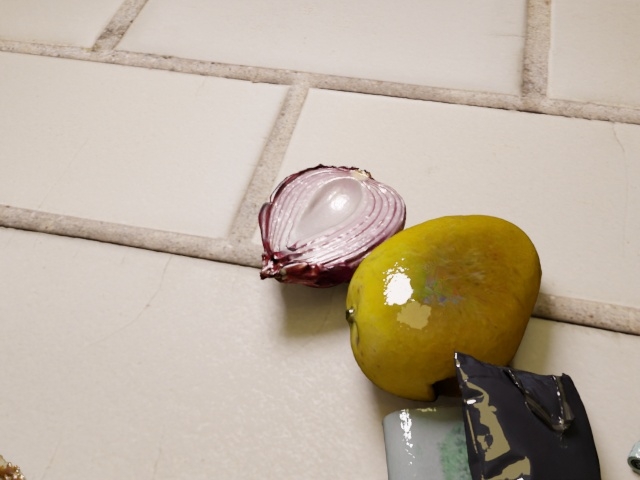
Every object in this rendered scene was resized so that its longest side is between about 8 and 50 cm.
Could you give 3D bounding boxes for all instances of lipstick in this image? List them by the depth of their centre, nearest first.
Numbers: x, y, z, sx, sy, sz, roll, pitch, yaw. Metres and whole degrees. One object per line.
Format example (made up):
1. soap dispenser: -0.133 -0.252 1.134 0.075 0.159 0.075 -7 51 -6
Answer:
1. lipstick: 0.456 0.264 0.938 0.037 0.037 0.116 30 54 25

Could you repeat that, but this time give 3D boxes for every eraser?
1. eraser: 0.175 0.328 0.871 0.174 0.081 0.227 -2 49 -1

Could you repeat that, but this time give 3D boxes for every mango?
1. mango: 0.192 0.079 1.009 0.365 0.182 0.253 -35 65 -30

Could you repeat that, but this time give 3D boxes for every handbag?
1. handbag: 0.269 0.248 0.856 0.254 0.089 0.211 18 50 -34

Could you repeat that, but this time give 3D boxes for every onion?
1. onion: 0.000 0.000 1.129 0.227 0.120 0.283 27 51 30

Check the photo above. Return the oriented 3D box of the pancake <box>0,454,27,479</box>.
1. pancake: -0.525 0.349 0.914 0.257 0.056 0.212 27 57 24
